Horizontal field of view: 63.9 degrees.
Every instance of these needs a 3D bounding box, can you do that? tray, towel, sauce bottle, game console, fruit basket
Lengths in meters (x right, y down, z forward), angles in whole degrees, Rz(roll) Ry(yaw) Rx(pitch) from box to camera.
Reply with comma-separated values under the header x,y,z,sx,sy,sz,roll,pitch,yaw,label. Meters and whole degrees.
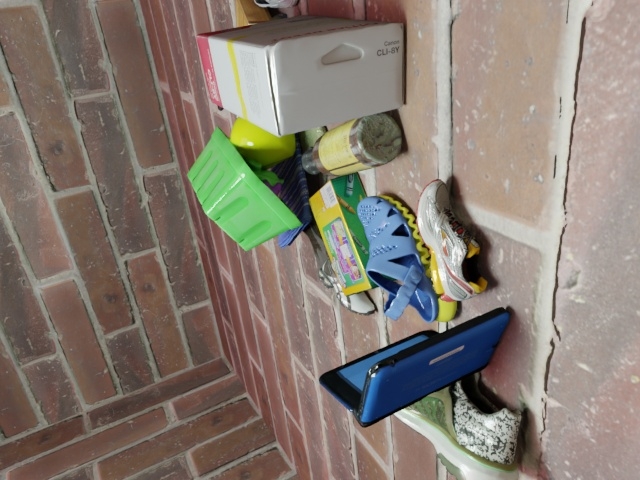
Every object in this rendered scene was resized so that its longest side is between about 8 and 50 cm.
x,y,z,sx,sy,sz,roll,pitch,yaw,label
-0.190,-0.474,1.492,0.410,0.076,0.202,96,159,-47,tray
-0.026,-0.296,1.358,0.148,0.027,0.110,-7,99,68,towel
-0.099,-0.167,1.502,0.243,0.040,0.335,135,128,-61,towel
0.049,-0.201,1.149,0.344,0.111,0.111,3,109,65,sauce bottle
0.163,0.203,0.964,0.173,0.293,0.250,52,150,38,game console
-0.167,-0.209,1.402,0.283,0.392,0.392,48,173,-36,fruit basket

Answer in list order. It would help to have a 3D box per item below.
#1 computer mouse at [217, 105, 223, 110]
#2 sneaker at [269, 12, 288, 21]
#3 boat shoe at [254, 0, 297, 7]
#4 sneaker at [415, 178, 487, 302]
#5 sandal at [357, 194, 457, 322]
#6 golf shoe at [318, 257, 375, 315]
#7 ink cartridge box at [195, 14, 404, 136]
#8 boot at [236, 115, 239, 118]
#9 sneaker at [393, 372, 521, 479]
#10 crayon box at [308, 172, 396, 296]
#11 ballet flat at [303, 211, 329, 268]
x,y,z,sx,sy,sz,roll,pitch,yaw,label
-0.359,-0.609,1.842,0.184,0.060,0.262,105,152,-60,computer mouse
-0.069,-0.472,1.277,0.064,0.086,0.192,12,151,37,sneaker
-0.113,-0.608,1.267,0.184,0.063,0.066,38,141,53,boat shoe
0.242,-0.003,0.924,0.093,0.088,0.225,-13,95,47,sneaker
0.152,0.041,1.071,0.317,0.138,0.126,62,158,25,sandal
0.077,0.117,1.372,0.198,0.077,0.094,42,124,23,golf shoe
-0.052,-0.351,1.045,0.385,0.279,0.160,38,141,53,ink cartridge box
-0.243,-0.352,1.773,0.086,0.069,0.190,120,136,-70,boot
0.276,0.331,1.074,0.410,0.158,0.182,31,103,60,sneaker
0.075,-0.009,1.276,0.278,0.081,0.165,69,158,5,crayon box
0.000,0.000,1.502,0.250,0.058,0.084,56,137,21,ballet flat
